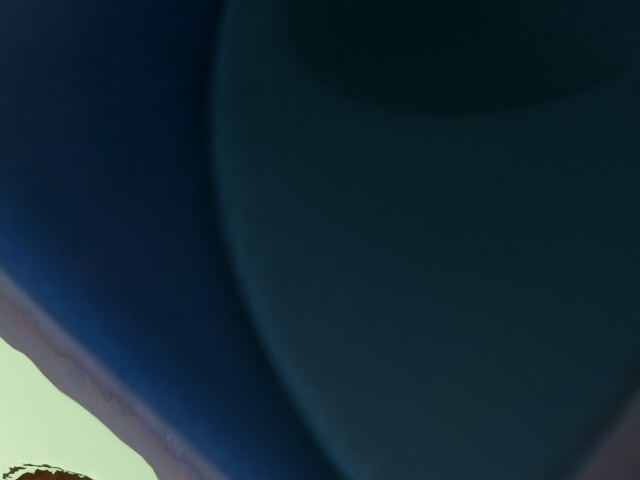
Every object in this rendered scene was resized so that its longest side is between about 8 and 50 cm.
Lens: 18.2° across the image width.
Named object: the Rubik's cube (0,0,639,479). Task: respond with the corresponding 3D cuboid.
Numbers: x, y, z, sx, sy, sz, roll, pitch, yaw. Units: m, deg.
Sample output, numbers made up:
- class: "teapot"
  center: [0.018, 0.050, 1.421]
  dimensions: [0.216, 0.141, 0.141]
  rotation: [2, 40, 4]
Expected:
- class: "Rubik's cube"
  center: [0.083, 0.051, 0.681]
  dimensions: [0.347, 0.351, 0.352]
  rotation: [36, 154, 42]
